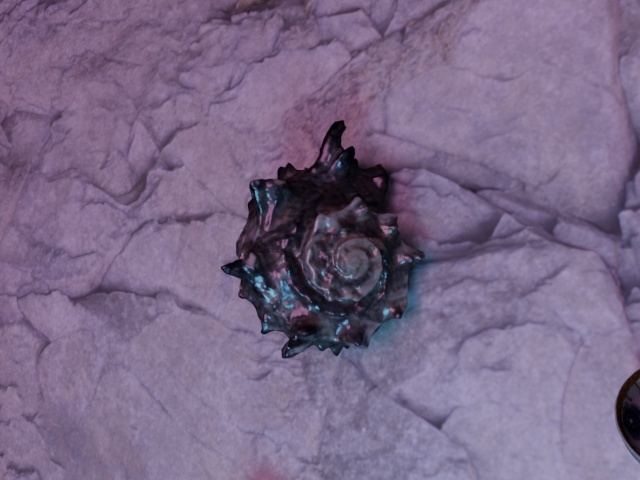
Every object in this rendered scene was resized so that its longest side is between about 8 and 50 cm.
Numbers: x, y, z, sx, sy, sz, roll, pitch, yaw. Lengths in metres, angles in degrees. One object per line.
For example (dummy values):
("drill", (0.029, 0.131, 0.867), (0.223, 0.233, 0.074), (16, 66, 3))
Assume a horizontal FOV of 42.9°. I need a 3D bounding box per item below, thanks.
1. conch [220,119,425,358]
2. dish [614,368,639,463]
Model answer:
("conch", (0.011, 0.004, 1.037), (0.241, 0.186, 0.312), (-3, 57, 9))
("dish", (0.363, 0.193, 0.801), (0.141, 0.078, 0.141), (-10, 43, 10))
